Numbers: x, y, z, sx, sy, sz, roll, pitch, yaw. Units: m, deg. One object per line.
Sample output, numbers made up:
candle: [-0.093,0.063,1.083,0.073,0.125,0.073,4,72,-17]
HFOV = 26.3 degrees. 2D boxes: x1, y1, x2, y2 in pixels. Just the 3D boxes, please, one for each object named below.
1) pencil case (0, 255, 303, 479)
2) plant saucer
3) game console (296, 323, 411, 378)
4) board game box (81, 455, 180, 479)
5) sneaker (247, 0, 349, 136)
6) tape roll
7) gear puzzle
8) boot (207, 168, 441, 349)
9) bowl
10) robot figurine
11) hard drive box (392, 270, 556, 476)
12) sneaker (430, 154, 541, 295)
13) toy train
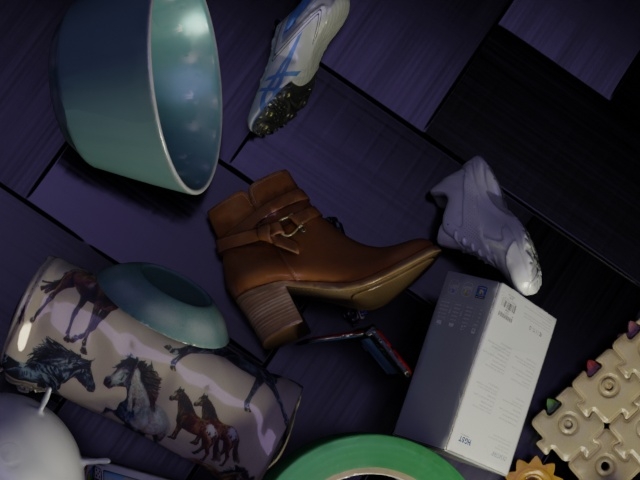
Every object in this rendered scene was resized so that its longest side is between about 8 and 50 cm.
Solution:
pencil case: [-0.218,0.189,1.800,0.410,0.160,0.183,28,103,-3]
plant saucer: [-0.198,0.073,1.797,0.195,0.195,0.037,28,104,-3]
game console: [0.044,0.158,1.844,0.085,0.144,0.124,-39,90,-9]
board game box: [-0.217,0.393,1.724,0.053,0.305,0.193,20,78,-46]
sneaker: [-0.043,-0.255,1.920,0.086,0.085,0.237,26,84,23]
tape roll: [0.054,0.402,1.720,0.321,0.077,0.321,1,84,-11]
gear puzzle: [0.395,0.269,1.933,0.339,0.044,0.175,-42,92,-7]
boot: [0.000,0.000,1.865,0.283,0.109,0.220,-25,68,0]
bowl: [-0.248,-0.209,1.795,0.163,0.311,0.311,-4,84,11]
robot figurine: [-0.443,0.324,1.711,0.353,0.199,0.300,-33,121,5]
hard drive box: [0.211,0.181,1.840,0.089,0.181,0.232,12,78,38]
sneaker: [0.224,-0.003,1.896,0.115,0.090,0.232,-28,52,5]
toy train: [0.034,0.042,1.917,0.036,0.027,0.158,-14,85,-20]
